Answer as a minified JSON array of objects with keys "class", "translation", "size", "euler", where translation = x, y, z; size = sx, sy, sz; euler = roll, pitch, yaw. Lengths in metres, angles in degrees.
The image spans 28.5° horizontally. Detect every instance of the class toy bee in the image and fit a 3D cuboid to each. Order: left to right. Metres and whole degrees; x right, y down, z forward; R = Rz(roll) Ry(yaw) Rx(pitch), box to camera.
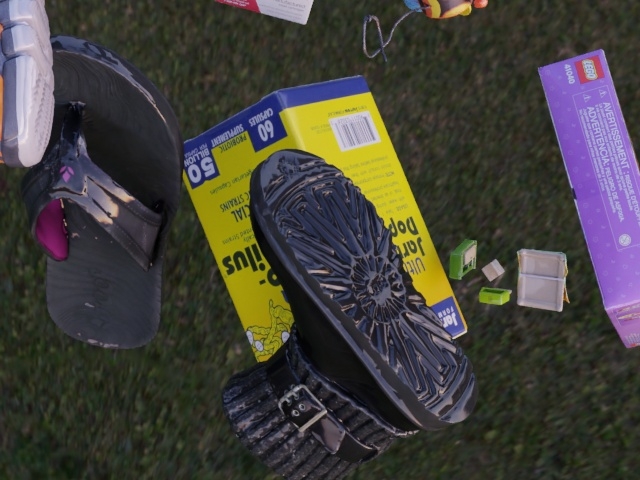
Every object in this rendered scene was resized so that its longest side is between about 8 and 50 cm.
[{"class":"toy bee","translation":[0.194,-0.401,1.972],"size":[0.162,0.195,0.298],"euler":[5,76,27]}]

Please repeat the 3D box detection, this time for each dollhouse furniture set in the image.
[{"class":"dollhouse furniture set","translation":[0.238,0.037,1.551],"size":[0.151,0.058,0.076],"euler":[8,109,25]}]

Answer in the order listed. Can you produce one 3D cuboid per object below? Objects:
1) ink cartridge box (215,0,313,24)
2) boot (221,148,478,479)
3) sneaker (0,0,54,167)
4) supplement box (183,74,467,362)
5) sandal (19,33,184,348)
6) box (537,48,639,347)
[{"class":"ink cartridge box","translation":[-0.051,-0.394,1.604],"size":[0.128,0.176,0.127],"euler":[14,44,-6]},{"class":"boot","translation":[-0.021,0.098,1.346],"size":[0.131,0.260,0.348],"euler":[-35,93,-46]},{"class":"sneaker","translation":[-0.320,-0.201,1.033],"size":[0.180,0.124,0.321],"euler":[-9,72,-8]},{"class":"supplement box","translation":[0.000,0.000,1.582],"size":[0.195,0.194,0.357],"euler":[-20,86,-53]},{"class":"sandal","translation":[-0.224,-0.013,1.285],"size":[0.167,0.446,0.107],"euler":[6,48,3]},{"class":"box","translation":[0.256,-0.022,1.093],"size":[0.057,0.293,0.201],"euler":[-16,76,13]}]
